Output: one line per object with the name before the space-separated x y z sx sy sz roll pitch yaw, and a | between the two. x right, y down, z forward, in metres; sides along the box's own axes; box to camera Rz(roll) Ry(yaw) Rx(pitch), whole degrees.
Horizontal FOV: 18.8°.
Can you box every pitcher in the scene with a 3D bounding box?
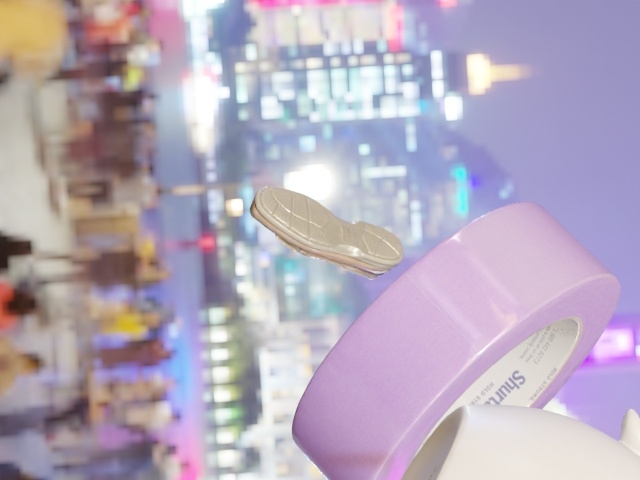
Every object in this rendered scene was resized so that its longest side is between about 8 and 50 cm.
pitcher | 0.141 0.137 0.844 0.178 0.207 0.125 -60 -176 -6

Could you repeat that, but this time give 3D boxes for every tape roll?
tape roll | 0.108 0.099 1.525 0.090 0.275 0.275 47 -19 21

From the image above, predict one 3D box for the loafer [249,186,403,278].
loafer | 0.000 0.000 1.425 0.039 0.125 0.045 -48 -150 42
